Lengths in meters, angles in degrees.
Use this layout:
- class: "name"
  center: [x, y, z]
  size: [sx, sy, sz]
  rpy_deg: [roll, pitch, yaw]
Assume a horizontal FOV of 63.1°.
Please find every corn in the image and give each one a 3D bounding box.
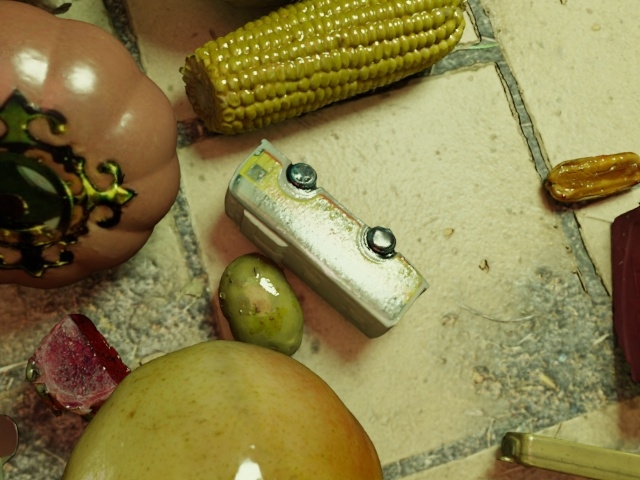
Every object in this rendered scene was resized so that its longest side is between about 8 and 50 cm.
- class: "corn"
  center: [0.015, -0.246, 0.671]
  size: [0.387, 0.144, 0.144]
  rpy_deg: [-25, 81, -8]

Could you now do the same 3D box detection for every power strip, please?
- class: "power strip"
  center: [0.361, 0.270, 0.621]
  size: [0.305, 0.064, 0.044]
  rpy_deg: [12, 72, 0]

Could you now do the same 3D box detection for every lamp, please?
- class: "lamp"
  center: [-0.309, -0.099, 0.571]
  size: [0.305, 0.240, 0.306]
  rpy_deg: [-11, 123, -17]

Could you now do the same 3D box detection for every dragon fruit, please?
- class: "dragon fruit"
  center: [-0.275, 0.163, 0.594]
  size: [0.096, 0.102, 0.147]
  rpy_deg: [-40, 73, -17]

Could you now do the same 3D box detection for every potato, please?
- class: "potato"
  center: [-0.072, 0.081, 0.633]
  size: [0.091, 0.070, 0.138]
  rpy_deg: [-25, 81, -7]

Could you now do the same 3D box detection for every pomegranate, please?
- class: "pomegranate"
  center: [-0.088, 0.242, 0.495]
  size: [0.318, 0.319, 0.320]
  rpy_deg: [1, 79, -3]

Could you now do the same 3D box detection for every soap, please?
- class: "soap"
  center: [0.436, 0.075, 0.614]
  size: [0.099, 0.162, 0.250]
  rpy_deg: [5, 78, -2]

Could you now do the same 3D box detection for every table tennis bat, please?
- class: "table tennis bat"
  center: [-0.381, 0.249, 0.615]
  size: [0.050, 0.007, 0.083]
  rpy_deg: [-8, 77, -5]

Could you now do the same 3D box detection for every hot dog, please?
- class: "hot dog"
  center: [0.374, -0.087, 0.708]
  size: [0.144, 0.038, 0.062]
  rpy_deg: [-13, 77, -8]

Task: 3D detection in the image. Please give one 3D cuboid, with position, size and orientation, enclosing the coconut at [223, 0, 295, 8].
- class: "coconut"
  center: [-0.078, -0.439, 0.634]
  size: [0.254, 0.297, 0.298]
  rpy_deg: [1, 77, 26]

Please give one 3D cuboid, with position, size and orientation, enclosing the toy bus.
- class: "toy bus"
  center: [0.000, 0.000, 0.633]
  size: [0.268, 0.092, 0.106]
  rpy_deg: [41, 64, 5]

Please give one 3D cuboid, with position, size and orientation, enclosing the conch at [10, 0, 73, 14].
- class: "conch"
  center: [-0.388, -0.327, 0.556]
  size: [0.296, 0.352, 0.210]
  rpy_deg: [2, 76, -20]
